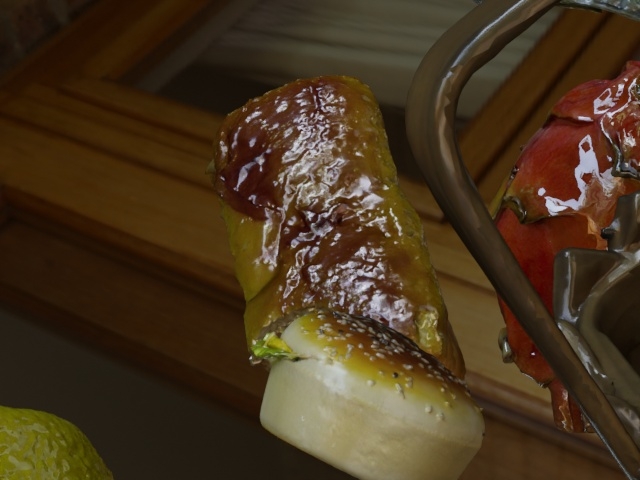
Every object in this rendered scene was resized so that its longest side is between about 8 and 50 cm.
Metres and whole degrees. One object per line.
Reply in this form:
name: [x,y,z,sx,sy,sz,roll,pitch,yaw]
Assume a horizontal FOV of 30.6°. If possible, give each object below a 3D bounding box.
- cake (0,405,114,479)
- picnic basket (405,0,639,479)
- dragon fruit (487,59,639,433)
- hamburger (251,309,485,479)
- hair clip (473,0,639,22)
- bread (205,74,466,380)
cake: [-0.244,0.198,0.676,0.260,0.156,0.179,-25,-23,-4]
picnic basket: [0.204,0.010,0.381,0.254,0.291,0.321,-34,-72,1]
dragon fruit: [0.259,0.005,0.998,0.250,0.250,0.315,-39,-63,-46]
hamburger: [0.026,0.086,0.654,0.126,0.141,0.081,25,-93,-37]
hair clip: [0.302,-0.269,1.160,0.091,0.321,0.138,80,-147,-52]
bread: [0.000,0.000,1.064,0.109,0.185,0.380,66,-174,-47]
